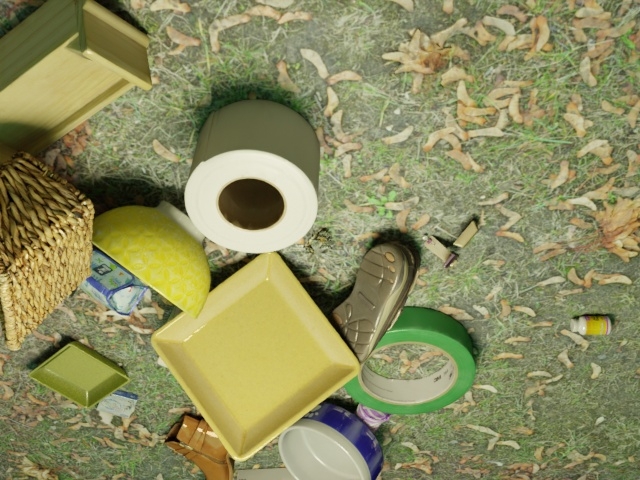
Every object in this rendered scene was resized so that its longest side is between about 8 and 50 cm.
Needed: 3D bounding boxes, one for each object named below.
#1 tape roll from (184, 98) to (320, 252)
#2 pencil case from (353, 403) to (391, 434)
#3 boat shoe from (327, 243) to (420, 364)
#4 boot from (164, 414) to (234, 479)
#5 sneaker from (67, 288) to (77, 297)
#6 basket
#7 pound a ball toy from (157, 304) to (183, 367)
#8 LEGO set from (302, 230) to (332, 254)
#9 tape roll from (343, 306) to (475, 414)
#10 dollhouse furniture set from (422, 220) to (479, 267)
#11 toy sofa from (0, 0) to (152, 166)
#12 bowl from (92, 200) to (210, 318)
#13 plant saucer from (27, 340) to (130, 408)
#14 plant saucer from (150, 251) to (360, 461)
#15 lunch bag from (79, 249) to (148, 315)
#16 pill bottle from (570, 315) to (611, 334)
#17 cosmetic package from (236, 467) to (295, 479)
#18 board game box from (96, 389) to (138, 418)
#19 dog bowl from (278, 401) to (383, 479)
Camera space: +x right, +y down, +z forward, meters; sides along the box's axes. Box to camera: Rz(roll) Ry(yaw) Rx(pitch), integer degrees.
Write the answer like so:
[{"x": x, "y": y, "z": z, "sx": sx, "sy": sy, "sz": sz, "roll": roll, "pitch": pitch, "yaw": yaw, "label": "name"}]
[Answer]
[{"x": -0.123, "y": -0.119, "z": 1.508, "sx": 0.246, "sy": 0.169, "sz": 0.246, "roll": 1, "pitch": 133, "yaw": 1, "label": "tape roll"}, {"x": 0.114, "y": 0.495, "z": 2.100, "sx": 0.088, "sy": 0.086, "sz": 0.206, "roll": 37, "pitch": 135, "yaw": 19, "label": "pencil case"}, {"x": 0.122, "y": 0.158, "z": 1.750, "sx": 0.130, "sy": 0.132, "sz": 0.355, "roll": -7, "pitch": 136, "yaw": -43, "label": "boat shoe"}, {"x": -0.329, "y": 0.596, "z": 2.194, "sx": 0.220, "sy": 0.109, "sz": 0.283, "roll": 22, "pitch": 127, "yaw": -19, "label": "boot"}, {"x": -0.575, "y": 0.003, "z": 1.682, "sx": 0.129, "sy": 0.111, "sz": 0.297, "roll": 13, "pitch": 130, "yaw": 0, "label": "sneaker"}, {"x": -0.558, "y": 0.013, "z": 1.435, "sx": 0.213, "sy": 0.223, "sz": 0.299, "roll": 36, "pitch": 148, "yaw": 5, "label": "basket"}, {"x": -0.205, "y": 0.278, "z": 1.841, "sx": 0.319, "sy": 0.208, "sz": 0.135, "roll": 20, "pitch": 130, "yaw": -14, "label": "pound a ball toy"}, {"x": -0.002, "y": -0.001, "z": 1.711, "sx": 0.083, "sy": 0.023, "sz": 0.054, "roll": -16, "pitch": 128, "yaw": 33, "label": "LEGO set"}, {"x": 0.208, "y": 0.295, "z": 1.927, "sx": 0.321, "sy": 0.077, "sz": 0.321, "roll": 1, "pitch": 131, "yaw": 1, "label": "tape roll"}, {"x": 0.277, "y": -0.011, "z": 1.695, "sx": 0.081, "sy": 0.091, "sz": 0.114, "roll": 43, "pitch": 103, "yaw": 17, "label": "dollhouse furniture set"}, {"x": -0.479, "y": -0.282, "z": 1.412, "sx": 0.362, "sy": 0.177, "sz": 0.150, "roll": -28, "pitch": 150, "yaw": 24, "label": "toy sofa"}, {"x": -0.322, "y": 0.014, "z": 1.622, "sx": 0.289, "sy": 0.289, "sz": 0.156, "roll": 43, "pitch": 78, "yaw": -30, "label": "bowl"}, {"x": -0.602, "y": 0.329, "z": 2.011, "sx": 0.188, "sy": 0.045, "sz": 0.188, "roll": -34, "pitch": 123, "yaw": 28, "label": "plant saucer"}, {"x": -0.139, "y": 0.246, "z": 1.735, "sx": 0.333, "sy": 0.081, "sz": 0.333, "roll": -36, "pitch": 83, "yaw": -8, "label": "plant saucer"}, {"x": -0.457, "y": 0.087, "z": 1.690, "sx": 0.129, "sy": 0.151, "sz": 0.096, "roll": 33, "pitch": 90, "yaw": 15, "label": "lunch bag"}, {"x": 0.621, "y": 0.196, "z": 1.842, "sx": 0.083, "sy": 0.043, "sz": 0.043, "roll": 0, "pitch": 132, "yaw": 2, "label": "pill bottle"}, {"x": -0.116, "y": 0.708, "z": 2.320, "sx": 0.239, "sy": 0.060, "sz": 0.099, "roll": -4, "pitch": 130, "yaw": 6, "label": "cosmetic package"}, {"x": -0.537, "y": 0.429, "z": 2.115, "sx": 0.090, "sy": 0.020, "sz": 0.090, "roll": 19, "pitch": 129, "yaw": -15, "label": "board game box"}, {"x": 0.027, "y": 0.551, "z": 2.068, "sx": 0.265, "sy": 0.104, "sz": 0.265, "roll": 20, "pitch": 131, "yaw": 26, "label": "dog bowl"}]
